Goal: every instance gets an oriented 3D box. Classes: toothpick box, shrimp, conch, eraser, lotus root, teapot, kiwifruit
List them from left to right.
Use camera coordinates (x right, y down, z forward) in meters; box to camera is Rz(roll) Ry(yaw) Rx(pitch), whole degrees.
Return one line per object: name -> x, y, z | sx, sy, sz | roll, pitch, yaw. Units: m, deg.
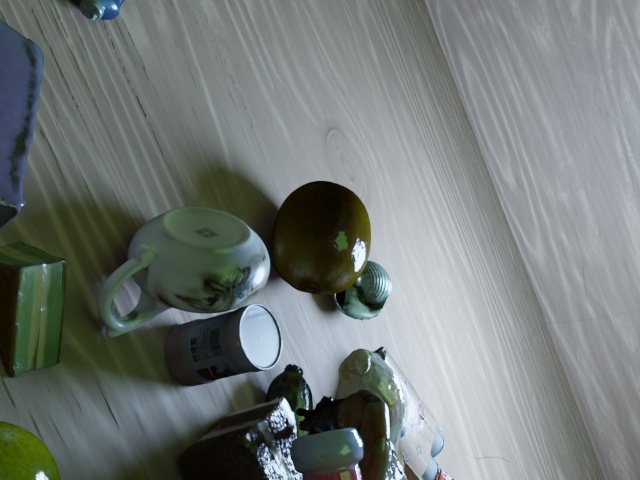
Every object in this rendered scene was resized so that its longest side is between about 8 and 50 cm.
teapot -> -0.186, 0.040, 0.901 | 0.298, 0.204, 0.140 | -12, 128, -43
toothpick box -> -0.144, 0.156, 0.915 | 0.098, 0.148, 0.099 | 35, 46, -46
lotus root -> -0.055, 0.300, 1.047 | 0.089, 0.080, 0.180 | 61, 29, -62
kiwifruit -> 0.000, 0.000, 1.198 | 0.196, 0.195, 0.234 | 49, 41, -33
shrimp -> 0.033, 0.295, 0.815 | 0.075, 0.289, 0.178 | 13, 69, -20
conch -> 0.083, 0.110, 1.357 | 0.153, 0.102, 0.135 | 9, 74, -21
eraser -> 0.168, 0.392, 1.351 | 0.291, 0.087, 0.171 | 56, 39, -25

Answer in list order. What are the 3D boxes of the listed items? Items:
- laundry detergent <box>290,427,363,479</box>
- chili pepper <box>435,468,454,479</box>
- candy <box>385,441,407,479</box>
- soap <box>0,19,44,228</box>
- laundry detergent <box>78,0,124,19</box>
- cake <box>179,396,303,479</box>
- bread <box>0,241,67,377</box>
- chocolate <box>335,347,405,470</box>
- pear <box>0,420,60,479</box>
laundry detergent -> 0.035, 0.364, 0.619 | 0.159, 0.087, 0.336 | 45, 31, -66
chili pepper -> 0.264, 0.618, 1.413 | 0.088, 0.064, 0.169 | 57, 37, -21
candy -> 0.005, 0.444, 0.972 | 0.320, 0.179, 0.135 | -29, 97, -60
soap -> -0.438, -0.174, 0.618 | 0.296, 0.107, 0.286 | 38, 32, -43
laundry detergent -> -0.346, -0.428, 0.998 | 0.097, 0.061, 0.207 | 51, 36, -45
cake -> -0.104, 0.325, 0.914 | 0.135, 0.134, 0.147 | 65, 20, -5
bread -> -0.362, 0.082, 0.739 | 0.074, 0.084, 0.139 | -18, 120, -60
chocolate -> 0.097, 0.354, 1.155 | 0.134, 0.134, 0.310 | -29, 116, -59
pear -> -0.345, 0.243, 0.555 | 0.216, 0.166, 0.180 | 33, 56, -16
